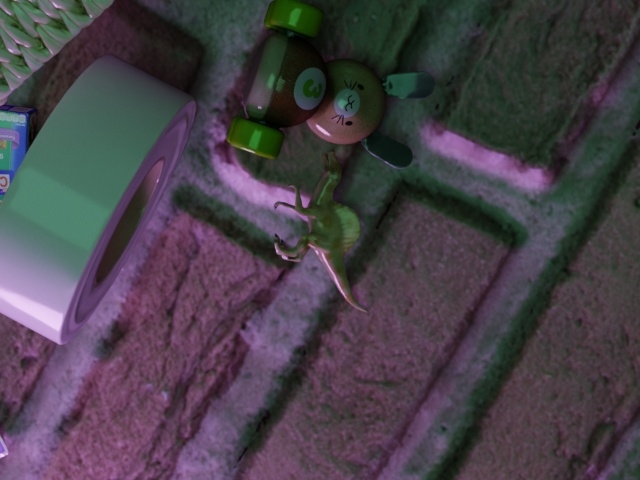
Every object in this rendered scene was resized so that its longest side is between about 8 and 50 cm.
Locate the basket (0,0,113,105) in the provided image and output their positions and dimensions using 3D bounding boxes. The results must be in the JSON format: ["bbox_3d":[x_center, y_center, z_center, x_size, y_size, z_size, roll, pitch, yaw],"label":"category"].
[{"bbox_3d":[-0.312,-0.362,1.319,0.266,0.328,0.331,-39,118,17],"label":"basket"}]

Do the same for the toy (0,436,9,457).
[{"bbox_3d":[-0.494,0.239,1.661,0.237,0.056,0.137,-26,97,13],"label":"toy"}]

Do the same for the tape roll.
[{"bbox_3d":[-0.233,-0.040,1.446,0.100,0.286,0.286,27,105,0],"label":"tape roll"}]

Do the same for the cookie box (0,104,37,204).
[{"bbox_3d":[-0.360,-0.094,1.573,0.092,0.040,0.107,7,104,5],"label":"cookie box"}]

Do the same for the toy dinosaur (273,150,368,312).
[{"bbox_3d":[0.000,0.000,1.540,0.092,0.053,0.183,-7,102,8],"label":"toy dinosaur"}]

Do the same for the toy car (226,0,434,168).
[{"bbox_3d":[0.017,-0.144,1.469,0.188,0.149,0.155,18,94,-8],"label":"toy car"}]
